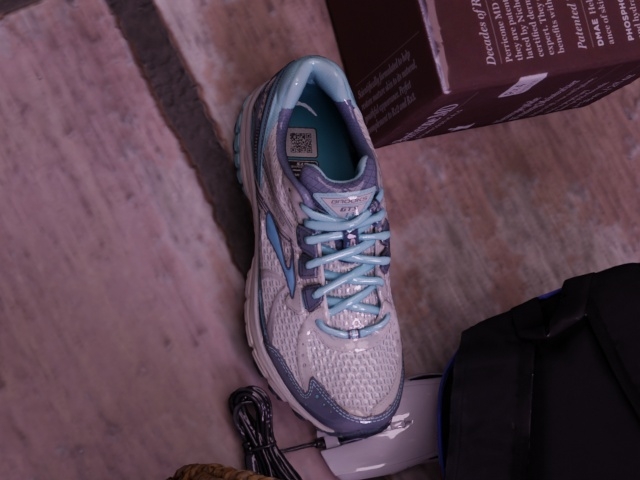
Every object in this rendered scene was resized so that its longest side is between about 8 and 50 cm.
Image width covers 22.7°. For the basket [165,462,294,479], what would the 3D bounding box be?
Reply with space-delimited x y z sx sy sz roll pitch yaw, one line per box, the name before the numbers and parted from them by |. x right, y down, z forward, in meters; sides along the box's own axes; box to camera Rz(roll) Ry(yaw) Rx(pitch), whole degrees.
basket | -0.065 0.281 0.979 0.213 0.299 0.223 40 70 -6

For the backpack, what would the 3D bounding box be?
backpack | 0.208 0.162 1.114 0.276 0.213 0.263 -17 59 13

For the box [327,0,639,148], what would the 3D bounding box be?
box | 0.132 -0.183 1.209 0.203 0.168 0.167 -13 84 -20

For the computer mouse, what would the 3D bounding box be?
computer mouse | 0.034 0.139 1.179 0.193 0.042 0.106 -13 82 -20

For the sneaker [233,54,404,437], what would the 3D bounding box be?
sneaker | 0.000 0.000 1.137 0.110 0.122 0.283 -9 73 -19
